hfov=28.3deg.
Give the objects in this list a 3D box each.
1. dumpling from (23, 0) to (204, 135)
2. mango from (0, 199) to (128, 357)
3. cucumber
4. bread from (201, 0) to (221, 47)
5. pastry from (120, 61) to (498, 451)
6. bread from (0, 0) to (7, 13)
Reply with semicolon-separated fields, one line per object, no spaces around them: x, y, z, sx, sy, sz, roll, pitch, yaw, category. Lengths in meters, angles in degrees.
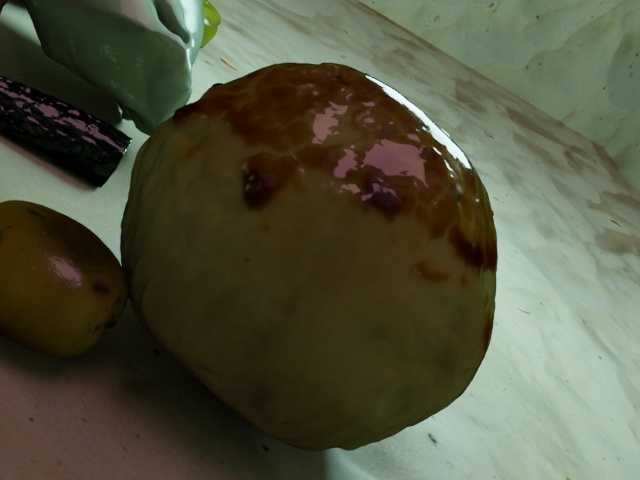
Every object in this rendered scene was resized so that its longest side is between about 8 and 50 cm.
-0.242;-0.285;1.561;0.270;0.211;0.321;53;26;-45;dumpling
-0.244;0.023;1.107;0.137;0.098;0.195;11;26;-43;mango
-0.317;-0.143;1.420;0.211;0.062;0.078;31;20;-13;cucumber
-0.314;-0.371;1.880;0.383;0.112;0.166;11;33;-52;bread
0.000;0.000;1.199;0.388;0.312;0.388;42;11;-10;pastry
-0.470;-0.301;1.442;0.244;0.123;0.190;30;22;-16;bread
